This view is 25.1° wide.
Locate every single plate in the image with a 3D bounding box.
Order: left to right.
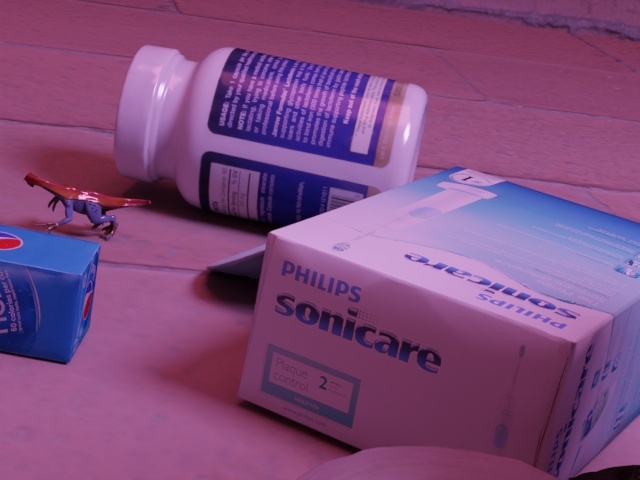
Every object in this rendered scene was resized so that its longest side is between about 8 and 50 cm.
[{"bbox_3d":[0.000,0.000,1.157,0.188,0.024,0.188,-20,2,1],"label":"plate"}]

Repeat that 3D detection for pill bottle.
[{"bbox_3d":[-0.044,-0.092,1.311,0.265,0.153,0.153,13,18,5],"label":"pill bottle"}]

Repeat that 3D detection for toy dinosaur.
[{"bbox_3d":[-0.203,-0.038,1.193,0.082,0.090,0.047,53,-2,-41],"label":"toy dinosaur"}]

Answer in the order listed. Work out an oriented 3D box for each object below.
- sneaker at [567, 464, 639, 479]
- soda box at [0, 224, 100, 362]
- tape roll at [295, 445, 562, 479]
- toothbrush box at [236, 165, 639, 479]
[{"bbox_3d":[0.194,0.150,0.800,0.124,0.107,0.283,13,16,32],"label":"sneaker"},{"bbox_3d":[-0.262,0.023,0.978,0.210,0.067,0.071,10,18,-1],"label":"soda box"},{"bbox_3d":[0.056,0.182,0.529,0.219,0.072,0.219,16,40,-14],"label":"tape roll"},{"bbox_3d":[0.116,0.053,1.003,0.216,0.126,0.295,20,19,24],"label":"toothbrush box"}]
